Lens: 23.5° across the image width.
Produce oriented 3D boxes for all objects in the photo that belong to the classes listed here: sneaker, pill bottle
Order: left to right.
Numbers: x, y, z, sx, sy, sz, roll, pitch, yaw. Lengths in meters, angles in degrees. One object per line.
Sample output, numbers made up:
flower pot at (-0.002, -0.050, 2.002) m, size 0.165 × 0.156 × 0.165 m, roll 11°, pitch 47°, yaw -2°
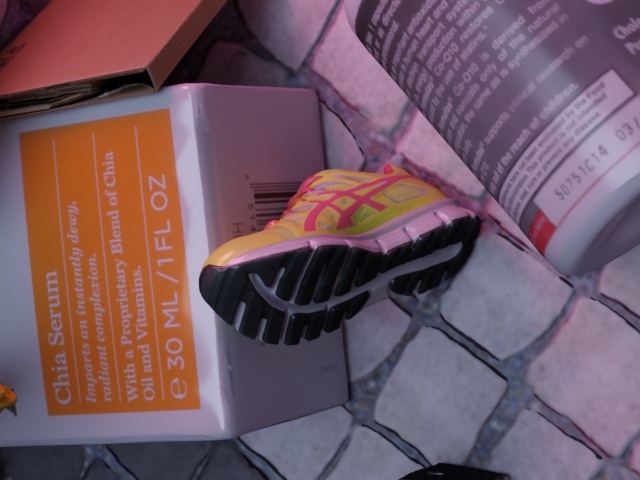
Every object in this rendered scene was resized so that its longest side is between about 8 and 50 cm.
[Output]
sneaker at (0.000, 0.000, 0.977) m, size 0.094 × 0.208 × 0.081 m, roll 47°, pitch 132°, yaw 30°
pill bottle at (0.117, -0.133, 0.914) m, size 0.161 × 0.161 × 0.283 m, roll -46°, pitch 72°, yaw 23°

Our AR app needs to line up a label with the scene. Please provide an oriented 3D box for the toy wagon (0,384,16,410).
toy wagon at (-0.326, 0.139, 0.937) m, size 0.344 × 0.267 × 0.068 m, roll -30°, pitch 82°, yaw 28°

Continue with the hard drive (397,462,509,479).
hard drive at (0.019, 0.275, 0.893) m, size 0.064 × 0.339 × 0.237 m, roll 6°, pitch 95°, yaw 29°

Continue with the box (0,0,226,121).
box at (-0.139, -0.148, 1.048) m, size 0.164 × 0.201 × 0.021 m, roll -7°, pitch 122°, yaw 29°

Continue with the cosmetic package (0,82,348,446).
cosmetic package at (-0.221, 0.028, 1.115) m, size 0.453 × 0.161 × 0.230 m, roll -7°, pitch 90°, yaw 30°
